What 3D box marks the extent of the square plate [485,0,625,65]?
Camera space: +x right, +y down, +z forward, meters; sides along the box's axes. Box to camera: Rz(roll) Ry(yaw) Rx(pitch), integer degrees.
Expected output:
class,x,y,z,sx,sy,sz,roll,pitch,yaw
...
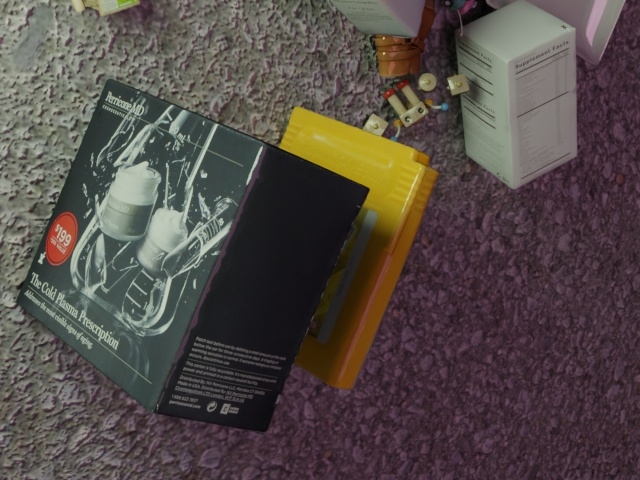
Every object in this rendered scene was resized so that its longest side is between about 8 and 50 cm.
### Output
class,x,y,z,sx,sy,sz,roll,pitch,yaw
square plate,0.419,-0.502,1.821,0.344,0.049,0.347,15,98,-45

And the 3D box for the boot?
class,x,y,z,sx,sy,sz,roll,pitch,yaw
boot,0.095,-0.312,1.597,0.197,0.073,0.152,-6,111,-41

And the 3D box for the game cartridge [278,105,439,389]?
class,x,y,z,sx,sy,sz,roll,pitch,yaw
game cartridge,0.000,0.000,1.503,0.053,0.285,0.323,15,97,-43

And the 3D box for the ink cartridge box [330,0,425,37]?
class,x,y,z,sx,sy,sz,roll,pitch,yaw
ink cartridge box,0.048,-0.463,1.343,0.385,0.091,0.308,30,72,-61

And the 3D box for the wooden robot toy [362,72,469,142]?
class,x,y,z,sx,sy,sz,roll,pitch,yaw
wooden robot toy,0.144,-0.209,1.700,0.173,0.079,0.076,-33,88,7

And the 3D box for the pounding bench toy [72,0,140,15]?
class,x,y,z,sx,sy,sz,roll,pitch,yaw
pounding bench toy,-0.266,-0.294,1.289,0.083,0.065,0.052,-27,126,-30

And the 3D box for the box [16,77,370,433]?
class,x,y,z,sx,sy,sz,roll,pitch,yaw
box,-0.164,0.009,1.321,0.179,0.343,0.312,21,93,-44

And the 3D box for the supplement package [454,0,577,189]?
class,x,y,z,sx,sy,sz,roll,pitch,yaw
supplement package,0.313,-0.231,1.752,0.139,0.134,0.244,-27,132,-18

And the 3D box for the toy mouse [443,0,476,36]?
class,x,y,z,sx,sy,sz,roll,pitch,yaw
toy mouse,0.207,-0.376,1.651,0.161,0.031,0.143,8,68,-62
